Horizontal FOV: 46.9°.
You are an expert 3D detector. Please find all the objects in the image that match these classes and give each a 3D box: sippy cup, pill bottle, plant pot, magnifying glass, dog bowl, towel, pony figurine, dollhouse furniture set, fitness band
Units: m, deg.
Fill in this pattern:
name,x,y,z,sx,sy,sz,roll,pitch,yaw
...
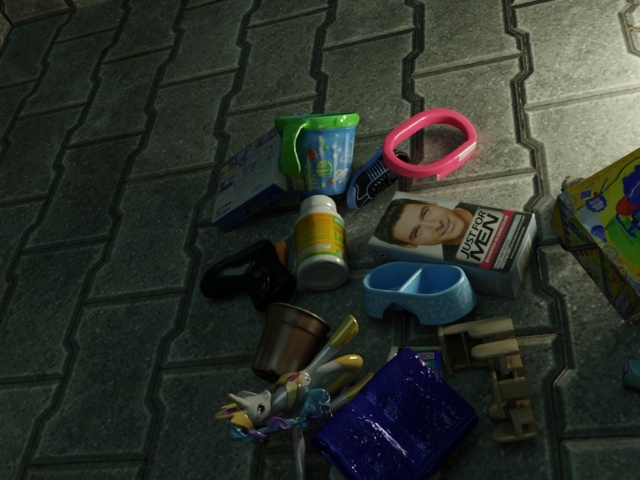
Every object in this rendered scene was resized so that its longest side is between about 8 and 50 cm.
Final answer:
name,x,y,z,sx,sy,sz,roll,pitch,yaw
sippy cup,-0.005,-0.242,2.086,0.305,0.224,0.240,-9,12,-26
pill bottle,0.000,0.000,1.972,0.136,0.136,0.245,-15,48,12
plant pot,-0.082,0.261,1.787,0.167,0.167,0.165,9,65,30
magnifying glass,-0.109,0.098,2.017,0.092,0.026,0.231,-14,47,13
dog bowl,0.226,0.117,1.757,0.297,0.074,0.166,4,33,41
towel,0.160,0.380,1.483,0.227,0.076,0.308,45,58,11
pony figurine,-0.052,0.370,1.590,0.363,0.351,0.303,-27,47,-25
dollhouse furniture set,0.341,0.273,1.552,0.161,0.212,0.242,-13,22,12
fitness band,0.309,-0.270,2.073,0.291,0.054,0.209,-34,55,-24

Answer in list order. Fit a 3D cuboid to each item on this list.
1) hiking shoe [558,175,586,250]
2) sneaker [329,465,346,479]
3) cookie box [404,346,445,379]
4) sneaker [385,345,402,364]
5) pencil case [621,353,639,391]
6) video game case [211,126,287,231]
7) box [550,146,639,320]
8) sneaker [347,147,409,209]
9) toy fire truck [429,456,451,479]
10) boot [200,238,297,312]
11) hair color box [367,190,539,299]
name,x,y,z,sx,sy,sz,roll,pitch,yaw
hiking shoe,0.635,-0.071,1.783,0.114,0.086,0.227,0,52,28
sneaker,0.137,0.532,1.504,0.258,0.091,0.094,26,60,28
cookie box,0.234,0.298,1.686,0.092,0.040,0.107,-4,51,23
sneaker,0.188,0.343,1.614,0.121,0.079,0.217,12,58,6
pencil case,0.687,0.281,1.482,0.152,0.064,0.070,12,74,31
video game case,-0.204,-0.185,2.204,0.269,0.061,0.244,-29,42,33
box,0.712,-0.031,1.606,0.290,0.177,0.279,-31,65,-2
sneaker,0.164,-0.175,2.083,0.090,0.081,0.232,13,58,40
toy fire truck,0.223,0.492,1.525,0.192,0.047,0.135,-7,50,18
boot,-0.196,0.121,1.965,0.246,0.094,0.207,-32,38,0
hair color box,0.328,0.005,1.838,0.374,0.113,0.185,12,58,32
